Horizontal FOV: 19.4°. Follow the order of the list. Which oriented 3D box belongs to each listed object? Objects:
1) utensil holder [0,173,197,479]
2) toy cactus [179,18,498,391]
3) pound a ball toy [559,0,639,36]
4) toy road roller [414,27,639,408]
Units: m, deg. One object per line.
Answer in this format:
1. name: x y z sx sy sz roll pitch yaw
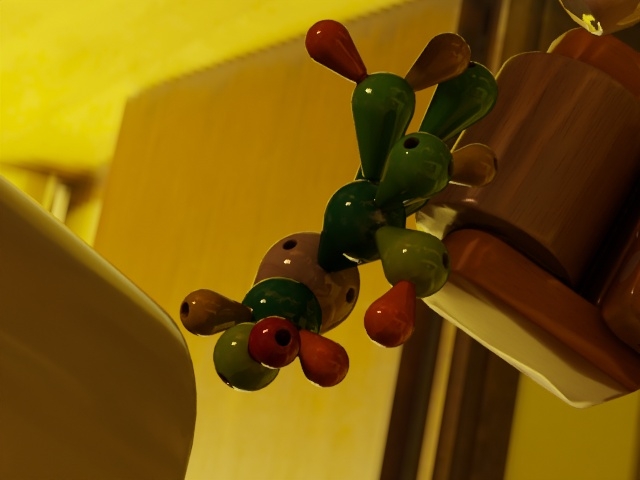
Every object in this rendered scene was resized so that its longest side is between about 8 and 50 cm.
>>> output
1. utensil holder: -0.302 0.060 1.016 0.328 0.327 0.385 -6 143 43
2. toy cactus: 0.000 0.000 0.857 0.112 0.219 0.180 31 145 -7
3. pound a ball toy: 0.007 -0.167 0.861 0.208 0.136 0.319 53 162 -18
4. toy road roller: 0.247 0.003 1.175 0.329 0.202 0.240 33 158 -6
